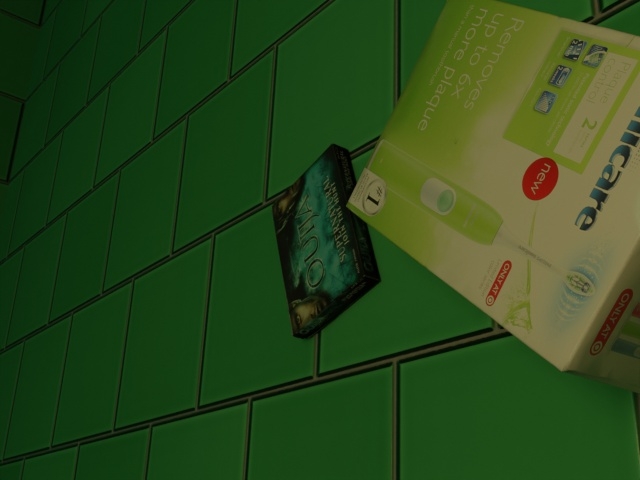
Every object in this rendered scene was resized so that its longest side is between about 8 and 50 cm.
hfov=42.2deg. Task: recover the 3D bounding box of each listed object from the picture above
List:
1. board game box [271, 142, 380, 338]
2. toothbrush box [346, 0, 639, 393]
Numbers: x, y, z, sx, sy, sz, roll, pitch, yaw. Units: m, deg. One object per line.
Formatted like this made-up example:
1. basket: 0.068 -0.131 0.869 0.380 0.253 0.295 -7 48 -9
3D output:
1. board game box: 0.000 0.000 0.920 0.126 0.026 0.186 -43 43 34
2. toothbrush box: 0.170 -0.049 0.619 0.283 0.122 0.206 42 109 53
